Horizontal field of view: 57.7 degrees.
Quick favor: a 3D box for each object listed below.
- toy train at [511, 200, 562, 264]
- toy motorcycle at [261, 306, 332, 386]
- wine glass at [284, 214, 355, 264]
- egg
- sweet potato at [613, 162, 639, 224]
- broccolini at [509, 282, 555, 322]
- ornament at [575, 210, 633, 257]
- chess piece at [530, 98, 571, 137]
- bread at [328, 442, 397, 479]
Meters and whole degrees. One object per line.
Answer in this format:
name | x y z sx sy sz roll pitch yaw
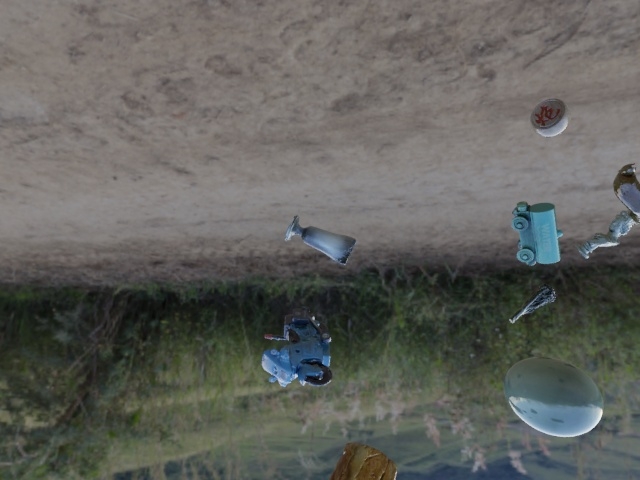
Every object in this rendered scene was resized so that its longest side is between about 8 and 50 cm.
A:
toy train | 0.737 -0.023 1.970 0.159 0.101 0.248 -2 123 28
toy motorcycle | -0.064 0.290 1.555 0.182 0.272 0.123 4 119 -4
wine glass | 0.000 0.000 1.358 0.156 0.072 0.072 23 163 6
egg | 0.465 0.312 1.170 0.193 0.149 0.149 14 169 32
sweet potato | 0.904 -0.107 1.642 0.124 0.098 0.310 36 177 41
broccolini | 0.775 0.229 2.149 0.203 0.068 0.091 -28 137 -4
ornament | 0.480 -0.004 0.976 0.092 0.041 0.068 -32 159 1
chess piece | 0.490 -0.261 1.237 0.084 0.083 0.038 -13 151 43
bread | 0.090 0.704 1.574 0.167 0.294 0.132 29 137 0
